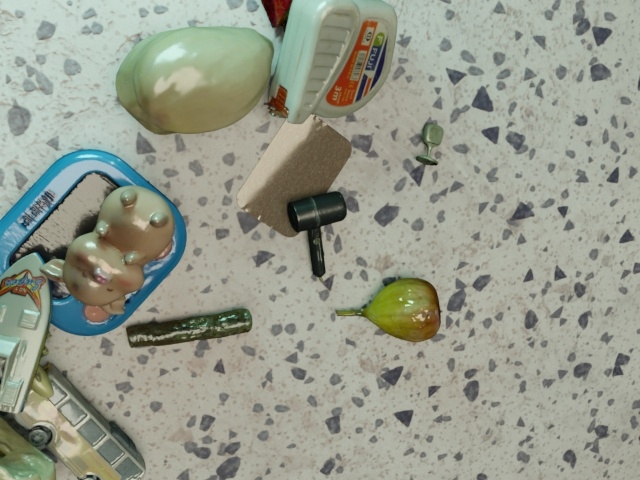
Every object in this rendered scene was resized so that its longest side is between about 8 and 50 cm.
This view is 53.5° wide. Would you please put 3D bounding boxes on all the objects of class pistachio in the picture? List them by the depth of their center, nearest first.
[{"bbox_3d":[-0.231,-0.319,1.235,0.332,0.208,0.226,-26,75,-23],"label":"pistachio"}]

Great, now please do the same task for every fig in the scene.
[{"bbox_3d":[0.164,0.172,1.532,0.257,0.159,0.159,-1,105,-1],"label":"fig"}]

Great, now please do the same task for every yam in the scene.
[{"bbox_3d":[-0.290,0.197,1.414,0.274,0.061,0.061,-7,106,-16],"label":"yam"}]

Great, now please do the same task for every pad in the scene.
[{"bbox_3d":[-0.056,-0.150,1.433,0.176,0.002,0.266,33,92,-23],"label":"pad"}]

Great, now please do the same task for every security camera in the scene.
[{"bbox_3d":[0.261,-0.229,1.502,0.058,0.058,0.092,18,85,-22],"label":"security camera"}]

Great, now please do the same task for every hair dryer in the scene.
[{"bbox_3d":[0.000,0.000,1.460,0.124,0.071,0.219,-13,116,-17],"label":"hair dryer"}]

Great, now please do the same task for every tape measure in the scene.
[{"bbox_3d":[0.023,-0.378,1.300,0.265,0.130,0.258,-8,128,-38],"label":"tape measure"}]

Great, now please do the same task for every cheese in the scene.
[{"bbox_3d":[-0.649,0.440,1.256,0.266,0.127,0.233,30,128,10],"label":"cheese"}]

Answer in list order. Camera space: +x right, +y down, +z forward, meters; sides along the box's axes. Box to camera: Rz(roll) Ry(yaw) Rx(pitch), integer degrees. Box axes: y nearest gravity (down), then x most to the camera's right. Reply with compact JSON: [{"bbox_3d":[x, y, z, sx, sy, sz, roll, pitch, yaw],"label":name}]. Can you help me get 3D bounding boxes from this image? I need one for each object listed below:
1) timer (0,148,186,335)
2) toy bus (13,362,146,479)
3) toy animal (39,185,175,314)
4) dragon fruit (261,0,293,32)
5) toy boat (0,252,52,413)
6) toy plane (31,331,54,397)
[{"bbox_3d":[-0.460,0.004,1.276,0.309,0.115,0.340,43,88,-24],"label":"timer"},{"bbox_3d":[-0.523,0.427,1.376,0.138,0.097,0.342,-40,111,-13],"label":"toy bus"},{"bbox_3d":[-0.374,0.012,1.164,0.166,0.154,0.250,40,97,-4],"label":"toy animal"},{"bbox_3d":[-0.070,-0.551,1.261,0.163,0.189,0.261,-10,114,16],"label":"dragon fruit"},{"bbox_3d":[-0.569,0.163,1.166,0.129,0.088,0.295,15,82,-6],"label":"toy boat"},{"bbox_3d":[-0.611,0.215,1.252,0.244,0.092,0.229,45,59,7],"label":"toy plane"}]
